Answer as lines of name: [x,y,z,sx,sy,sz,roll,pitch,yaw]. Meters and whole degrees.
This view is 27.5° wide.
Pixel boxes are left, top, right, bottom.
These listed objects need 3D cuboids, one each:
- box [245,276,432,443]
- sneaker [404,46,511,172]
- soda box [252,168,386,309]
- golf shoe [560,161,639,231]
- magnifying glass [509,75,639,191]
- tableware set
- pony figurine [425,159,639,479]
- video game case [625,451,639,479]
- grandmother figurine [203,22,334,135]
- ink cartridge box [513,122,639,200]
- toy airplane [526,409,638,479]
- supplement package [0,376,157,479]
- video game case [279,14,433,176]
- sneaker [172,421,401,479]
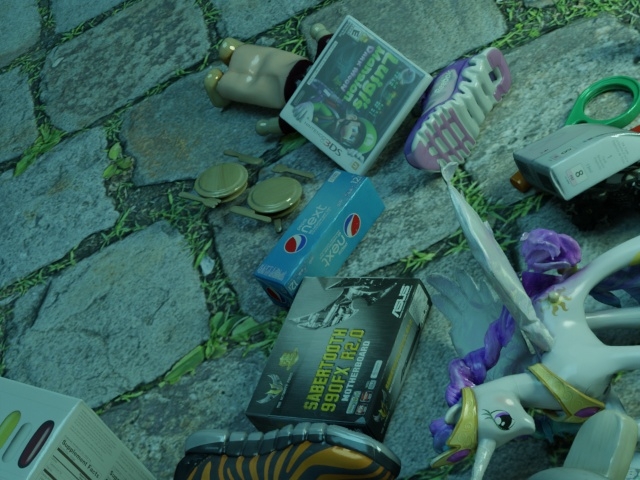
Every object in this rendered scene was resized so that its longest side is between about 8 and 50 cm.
box: [0.027,0.152,1.711,0.183,0.056,0.231,1,51,32]
sneaker: [0.184,-0.190,1.927,0.105,0.095,0.236,6,49,44]
soda box: [0.000,0.000,1.862,0.067,0.071,0.210,18,61,42]
golf shoe: [0.407,-0.077,1.678,0.198,0.077,0.094,-8,40,31]
magnifying glass: [0.358,-0.149,1.828,0.231,0.026,0.092,-39,42,-11]
tableware set: [-0.111,-0.071,2.027,0.194,0.039,0.128,17,49,34]
pony figurine: [0.264,0.096,1.494,0.364,0.302,0.351,-14,51,-2]
video game case: [0.377,0.300,1.380,0.143,0.019,0.157,2,52,33]
grandmother figurine: [-0.030,-0.255,2.117,0.342,0.104,0.207,20,90,39]
ink cartridge box: [0.382,-0.137,1.701,0.232,0.066,0.189,-32,11,0]
toy airplane: [0.194,0.394,1.207,0.384,0.272,0.386,-36,51,26]
supplement package: [-0.385,0.295,1.712,0.262,0.204,0.145,8,54,37]
video game case: [0.051,-0.216,1.972,0.173,0.022,0.190,41,103,23]
sneaker: [-0.054,0.323,1.564,0.321,0.124,0.180,-11,48,38]
